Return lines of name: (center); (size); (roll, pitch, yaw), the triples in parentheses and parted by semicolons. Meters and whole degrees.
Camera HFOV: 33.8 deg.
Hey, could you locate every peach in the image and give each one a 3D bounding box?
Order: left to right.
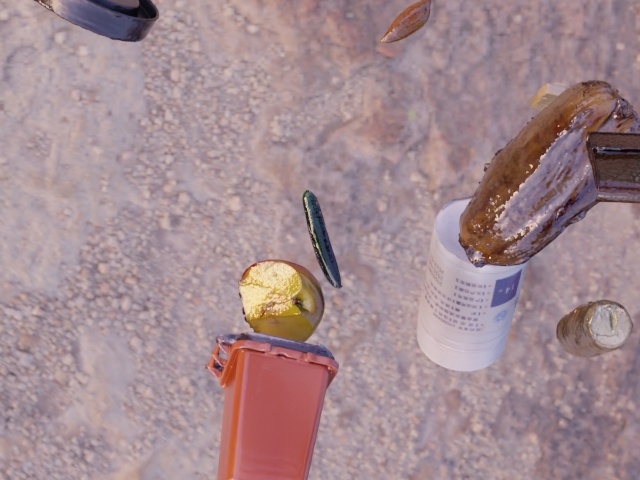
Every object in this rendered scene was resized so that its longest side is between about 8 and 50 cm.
peach: (-0.054, 0.098, 1.638); (0.118, 0.151, 0.151); (-19, 112, -64)

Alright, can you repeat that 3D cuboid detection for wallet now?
wallet: (0.470, -0.094, 1.352); (0.133, 0.243, 0.039); (-81, 173, -47)

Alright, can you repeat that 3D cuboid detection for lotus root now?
lotus root: (0.317, -0.087, 1.529); (0.329, 0.167, 0.078); (-49, 163, 21)

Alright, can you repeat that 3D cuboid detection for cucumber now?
cucumber: (0.000, 0.000, 1.849); (0.036, 0.033, 0.184); (-24, 105, -30)

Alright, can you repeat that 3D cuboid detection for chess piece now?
chess piece: (0.570, -0.307, 2.358); (0.200, 0.090, 0.090); (10, 93, -19)

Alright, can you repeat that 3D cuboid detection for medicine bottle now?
medicine bottle: (0.295, 0.092, 2.070); (0.190, 0.190, 0.332); (-32, 146, -30)

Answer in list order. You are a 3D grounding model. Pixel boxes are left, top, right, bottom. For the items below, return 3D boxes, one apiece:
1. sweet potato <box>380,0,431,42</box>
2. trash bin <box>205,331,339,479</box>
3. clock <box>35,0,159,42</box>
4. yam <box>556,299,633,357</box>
sweet potato: (0.118, -0.292, 1.414); (0.095, 0.034, 0.034); (-43, 122, -10)
trash bin: (-0.087, 0.263, 1.519); (0.184, 0.161, 0.239); (15, 56, -7)
clock: (-0.293, -0.309, 1.323); (0.184, 0.184, 0.040); (14, 116, -39)
yam: (0.362, 0.120, 1.407); (0.067, 0.317, 0.071); (-3, 82, 5)
